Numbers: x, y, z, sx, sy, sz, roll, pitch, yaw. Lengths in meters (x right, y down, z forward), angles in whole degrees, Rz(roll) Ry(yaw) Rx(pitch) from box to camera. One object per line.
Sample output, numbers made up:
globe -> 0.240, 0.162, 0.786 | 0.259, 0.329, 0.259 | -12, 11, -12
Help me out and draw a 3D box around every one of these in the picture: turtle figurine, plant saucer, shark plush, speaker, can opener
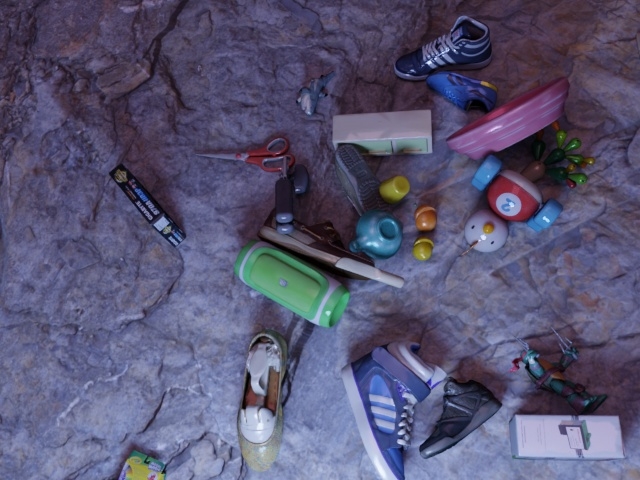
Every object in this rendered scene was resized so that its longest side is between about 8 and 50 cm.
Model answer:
turtle figurine -> 0.547, 0.304, 1.583 | 0.175, 0.118, 0.234 | -11, 43, -39
plant saucer -> 0.485, -0.302, 1.727 | 0.332, 0.332, 0.084 | -30, 97, -1
shark plush -> -0.010, -0.442, 2.009 | 0.067, 0.073, 0.161 | 38, 59, 1
speaker -> -0.076, 0.110, 1.761 | 0.296, 0.131, 0.131 | 28, 77, 19
can opener -> -0.074, -0.128, 1.820 | 0.095, 0.076, 0.283 | -2, 39, -2

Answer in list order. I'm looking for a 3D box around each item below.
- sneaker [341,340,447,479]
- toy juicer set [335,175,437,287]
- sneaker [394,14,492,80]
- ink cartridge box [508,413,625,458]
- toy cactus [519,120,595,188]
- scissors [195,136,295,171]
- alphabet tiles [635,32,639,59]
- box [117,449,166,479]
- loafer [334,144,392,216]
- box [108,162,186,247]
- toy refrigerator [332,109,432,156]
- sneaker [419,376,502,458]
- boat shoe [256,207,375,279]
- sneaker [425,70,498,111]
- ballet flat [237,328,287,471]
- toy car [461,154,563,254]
sneaker -> 0.205, 0.394, 1.600 | 0.236, 0.130, 0.323 | -24, 62, 6
toy juicer set -> 0.183, 0.006, 1.749 | 0.209, 0.089, 0.329 | 39, 63, -11
sneaker -> 0.344, -0.544, 1.909 | 0.282, 0.153, 0.099 | -8, 68, 8
ink cartridge box -> 0.543, 0.441, 1.506 | 0.219, 0.160, 0.093 | -2, 70, 9
toy cactus -> 0.604, -0.211, 1.782 | 0.180, 0.112, 0.219 | -37, 69, 16
scissors -> -0.222, -0.236, 1.972 | 0.297, 0.021, 0.109 | -8, 71, 6
alphabet tiles -> 1.025, -0.483, 1.838 | 0.285, 0.011, 0.343 | -3, 69, 10
box -> -0.461, 0.627, 1.687 | 0.105, 0.043, 0.179 | 18, 77, 16
loafer -> 0.113, -0.142, 1.850 | 0.094, 0.087, 0.251 | -22, 79, -21
box -> -0.481, -0.097, 1.885 | 0.051, 0.175, 0.220 | -41, 69, -7
toy refrigerator -> 0.174, -0.291, 1.876 | 0.269, 0.102, 0.094 | -2, 70, 9
sneaker -> 0.305, 0.413, 1.603 | 0.227, 0.087, 0.130 | -37, 66, -8
boat shoe -> 0.000, 0.000, 1.794 | 0.342, 0.123, 0.123 | 20, 76, 23
sneaker -> 0.389, -0.415, 1.898 | 0.209, 0.069, 0.082 | 19, 74, 16
ballet flat -> -0.150, 0.390, 1.678 | 0.123, 0.123, 0.349 | 2, 71, 11
toy car -> 0.438, -0.050, 1.698 | 0.219, 0.210, 0.238 | 38, 93, 9
